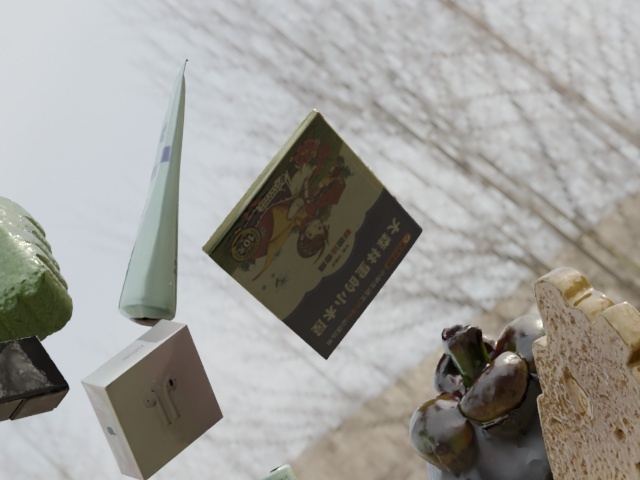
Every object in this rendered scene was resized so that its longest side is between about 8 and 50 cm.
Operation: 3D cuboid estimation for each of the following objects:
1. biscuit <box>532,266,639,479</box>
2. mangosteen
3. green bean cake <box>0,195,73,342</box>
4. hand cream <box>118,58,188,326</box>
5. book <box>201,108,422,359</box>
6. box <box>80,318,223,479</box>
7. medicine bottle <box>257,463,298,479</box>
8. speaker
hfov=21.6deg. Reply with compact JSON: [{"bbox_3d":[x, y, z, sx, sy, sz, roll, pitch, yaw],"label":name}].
[{"bbox_3d":[0.242,0.141,1.441,0.041,0.212,0.238,-20,-36,-23],"label":"biscuit"},{"bbox_3d":[0.237,0.212,1.940,0.287,0.287,0.233,-54,-11,15],"label":"mangosteen"},{"bbox_3d":[-0.479,0.060,2.355,0.222,0.248,0.125,-28,-43,1],"label":"green bean cake"},{"bbox_3d":[-0.185,-0.051,1.999,0.109,0.067,0.320,126,153,-66],"label":"hand cream"},{"bbox_3d":[0.000,0.000,2.161,0.228,0.018,0.322,-52,-40,-5],"label":"book"},{"bbox_3d":[-0.189,0.178,1.889,0.130,0.051,0.129,-38,-59,-35],"label":"box"},{"bbox_3d":[-0.032,0.269,1.679,0.047,0.083,0.047,-30,-8,-5],"label":"medicine bottle"},{"bbox_3d":[-0.382,0.163,1.832,0.218,0.082,0.044,-11,-33,-50],"label":"speaker"}]
